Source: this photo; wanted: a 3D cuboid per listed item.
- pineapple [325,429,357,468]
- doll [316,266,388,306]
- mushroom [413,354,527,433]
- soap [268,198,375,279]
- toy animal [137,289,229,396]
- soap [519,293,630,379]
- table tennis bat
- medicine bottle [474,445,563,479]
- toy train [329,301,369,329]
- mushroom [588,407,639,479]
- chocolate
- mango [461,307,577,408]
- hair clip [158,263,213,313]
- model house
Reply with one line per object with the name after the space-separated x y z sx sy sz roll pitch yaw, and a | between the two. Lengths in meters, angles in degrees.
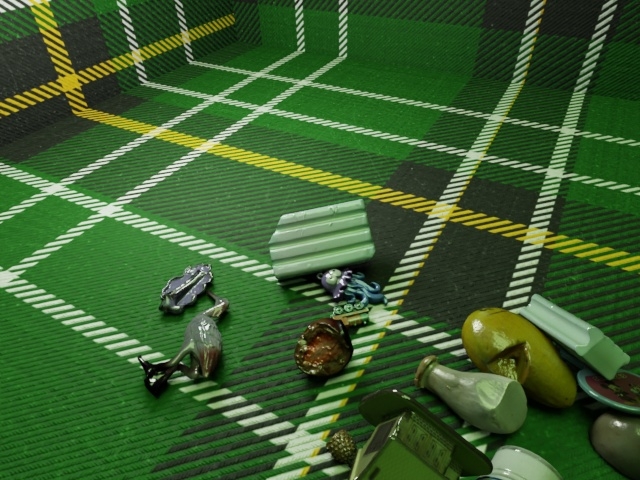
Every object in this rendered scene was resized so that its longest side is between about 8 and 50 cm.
0.066 0.429 0.864 0.058 0.058 0.124 -30 61 -30 | pineapple
0.086 0.127 1.207 0.206 0.067 0.110 18 52 8 | doll
0.311 0.325 0.945 0.225 0.093 0.116 8 73 38 | mushroom
0.000 0.000 1.263 0.289 0.095 0.173 -12 81 -3 | soap
-0.291 0.228 1.079 0.195 0.090 0.324 7 38 25 | toy animal
0.541 0.203 0.967 0.066 0.119 0.198 -52 17 5 | soap
0.598 0.289 0.939 0.153 0.040 0.244 -1 16 -9 | table tennis bat
0.292 0.474 0.718 0.143 0.143 0.258 28 48 31 | medicine bottle
0.078 0.196 1.139 0.103 0.044 0.064 -12 44 -8 | toy train
0.633 0.380 0.851 0.188 0.117 0.141 8 52 5 | mushroom
0.004 0.246 1.021 0.133 0.127 0.124 -19 50 5 | chocolate
0.435 0.255 0.984 0.262 0.130 0.167 33 42 23 | mango
-0.377 0.123 1.238 0.124 0.052 0.195 17 43 23 | hair clip
0.106 0.422 0.725 0.218 0.205 0.279 38 57 6 | model house
